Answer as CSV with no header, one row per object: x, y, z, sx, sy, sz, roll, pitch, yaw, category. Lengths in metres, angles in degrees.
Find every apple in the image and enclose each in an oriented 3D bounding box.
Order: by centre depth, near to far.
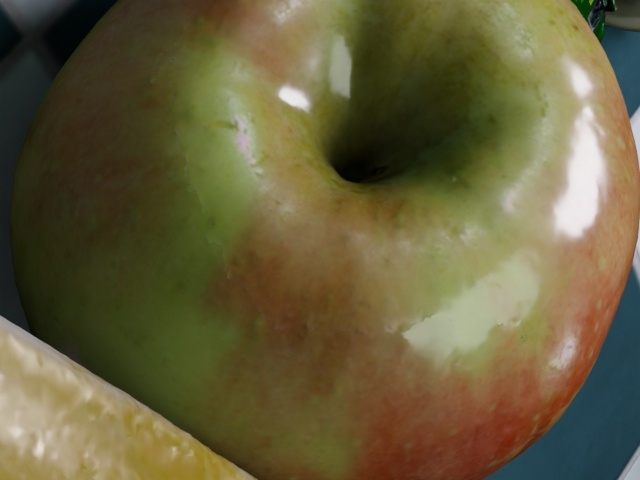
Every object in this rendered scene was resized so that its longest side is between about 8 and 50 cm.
0.000,0.000,0.714,0.319,0.319,0.277,-49,168,-22,apple

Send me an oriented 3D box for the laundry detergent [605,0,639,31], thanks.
0.261,-0.233,1.010,0.253,0.181,0.091,49,26,-60,laundry detergent

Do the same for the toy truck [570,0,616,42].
0.111,-0.097,0.962,0.259,0.088,0.121,-54,136,-15,toy truck

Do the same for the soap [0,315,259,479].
-0.142,0.201,0.536,0.293,0.156,0.335,-35,137,13,soap
